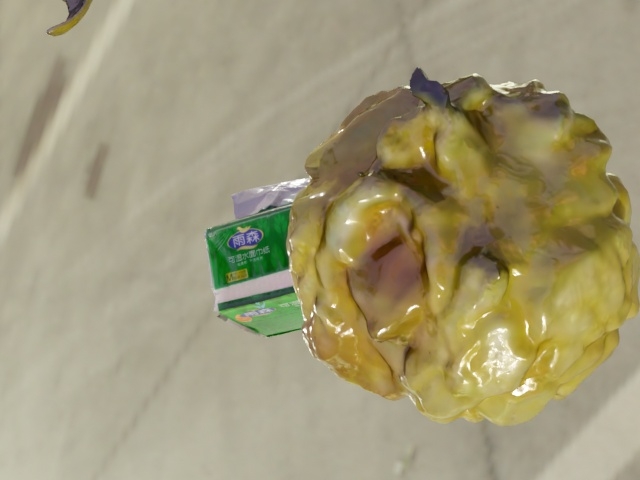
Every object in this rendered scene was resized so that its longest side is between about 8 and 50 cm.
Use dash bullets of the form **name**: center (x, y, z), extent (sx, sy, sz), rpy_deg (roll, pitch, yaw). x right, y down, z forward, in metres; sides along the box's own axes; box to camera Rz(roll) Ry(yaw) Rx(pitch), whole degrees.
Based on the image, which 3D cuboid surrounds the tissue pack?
- **tissue pack**: center (-0.002, -0.001, 2.084), extent (0.209, 0.148, 0.156), rpy_deg (-14, 74, 19)

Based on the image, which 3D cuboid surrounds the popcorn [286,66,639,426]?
- **popcorn**: center (0.097, 0.001, 1.326), extent (0.225, 0.249, 0.249), rpy_deg (95, 173, -48)

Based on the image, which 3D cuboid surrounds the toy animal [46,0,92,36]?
- **toy animal**: center (-0.225, -0.265, 1.701), extent (0.155, 0.095, 0.219), rpy_deg (-60, 16, 23)
